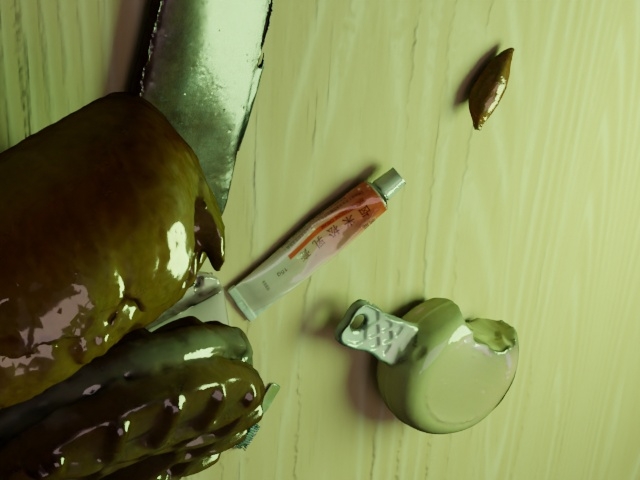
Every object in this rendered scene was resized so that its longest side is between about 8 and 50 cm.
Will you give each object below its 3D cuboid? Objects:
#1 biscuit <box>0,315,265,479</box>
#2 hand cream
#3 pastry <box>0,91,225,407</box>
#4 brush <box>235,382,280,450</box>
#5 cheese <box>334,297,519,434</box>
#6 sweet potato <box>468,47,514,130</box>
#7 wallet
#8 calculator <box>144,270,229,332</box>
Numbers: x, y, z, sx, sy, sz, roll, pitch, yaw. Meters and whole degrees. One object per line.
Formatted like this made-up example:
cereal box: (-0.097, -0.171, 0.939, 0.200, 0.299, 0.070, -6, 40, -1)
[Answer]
biscuit: (-0.198, 0.177, 1.290, 0.332, 0.103, 0.332, -27, 163, -9)
hand cream: (-0.001, -0.001, 1.494, 0.216, 0.038, 0.052, -41, 110, -7)
pastry: (-0.223, 0.022, 1.094, 0.356, 0.356, 0.164, -36, 100, -18)
brush: (-0.067, 0.191, 1.582, 0.016, 0.013, 0.083, 26, 98, -46)
cheese: (0.115, 0.127, 1.649, 0.286, 0.082, 0.163, 32, 94, -48)
sweet potato: (0.178, -0.162, 1.538, 0.034, 0.034, 0.095, 23, 90, -48)
wallet: (-0.116, -0.119, 1.304, 0.137, 0.031, 0.255, -4, 121, -41)
calculator: (-0.133, 0.108, 1.447, 0.100, 0.032, 0.175, -27, 134, -25)
